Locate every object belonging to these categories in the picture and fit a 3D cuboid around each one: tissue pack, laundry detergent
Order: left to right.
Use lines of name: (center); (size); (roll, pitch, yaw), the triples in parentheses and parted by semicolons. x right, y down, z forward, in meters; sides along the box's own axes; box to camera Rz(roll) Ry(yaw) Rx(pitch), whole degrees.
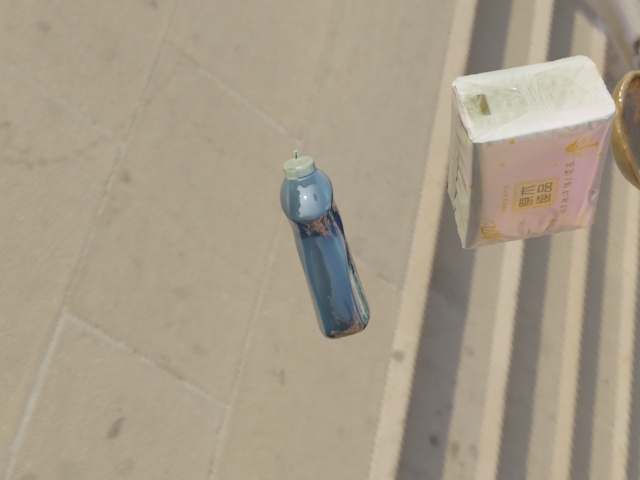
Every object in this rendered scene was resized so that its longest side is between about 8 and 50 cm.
laundry detergent: (0.001, -0.001, 1.292); (0.096, 0.061, 0.206); (-79, 154, -66)
tissue pack: (0.263, -0.107, 1.515); (0.185, 0.225, 0.124); (-9, 54, -2)

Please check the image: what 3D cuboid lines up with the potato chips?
potato chips: (0.523, -0.184, 2.004); (0.208, 0.062, 0.195); (49, 51, -39)
